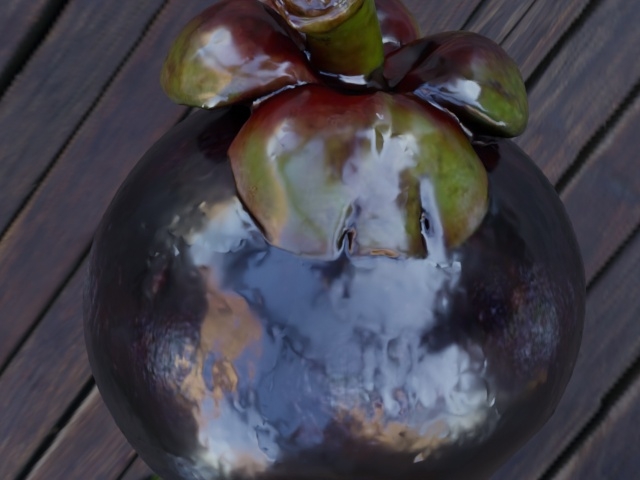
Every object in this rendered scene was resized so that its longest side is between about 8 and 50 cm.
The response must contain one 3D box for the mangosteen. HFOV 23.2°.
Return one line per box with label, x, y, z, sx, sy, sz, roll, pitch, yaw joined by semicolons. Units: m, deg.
mangosteen;0.000;0.000;1.131;0.382;0.382;0.435;-9;108;11
